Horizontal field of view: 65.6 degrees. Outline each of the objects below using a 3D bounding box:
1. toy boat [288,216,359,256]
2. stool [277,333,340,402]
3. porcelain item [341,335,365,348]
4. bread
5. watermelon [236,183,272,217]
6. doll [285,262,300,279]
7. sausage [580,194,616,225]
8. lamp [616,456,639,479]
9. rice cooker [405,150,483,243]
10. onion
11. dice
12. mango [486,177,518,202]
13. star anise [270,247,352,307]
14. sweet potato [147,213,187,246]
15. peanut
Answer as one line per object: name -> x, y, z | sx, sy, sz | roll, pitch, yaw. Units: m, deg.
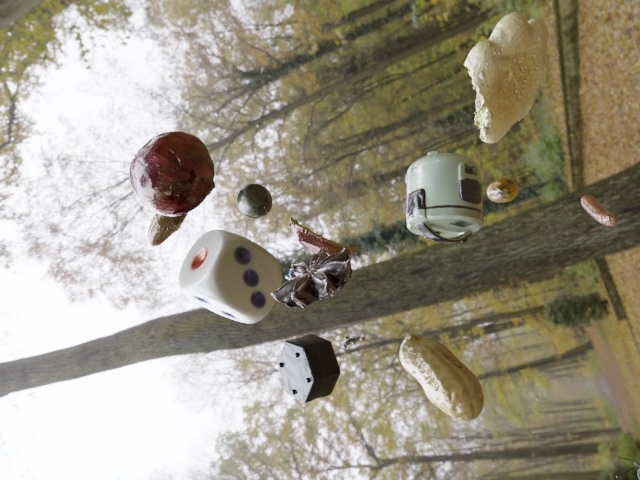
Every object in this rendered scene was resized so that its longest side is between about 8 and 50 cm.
toy boat -> -0.001, 0.006, 2.077 | 0.141, 0.318, 0.099 | 109, -174, -64
stool -> -0.047, 0.459, 1.795 | 0.141, 0.232, 0.232 | -5, -105, -38
porcelain item -> 0.144, 0.485, 2.414 | 0.136, 0.075, 0.021 | -15, -73, -32
bread -> 0.343, -0.291, 0.888 | 0.039, 0.182, 0.251 | 49, 180, 36
watermelon -> -0.192, -0.115, 1.507 | 0.133, 0.105, 0.105 | 36, -179, 37
doll -> -0.102, 0.161, 2.093 | 0.058, 0.098, 0.143 | 59, -155, -52
sausage -> 0.776, -0.083, 1.388 | 0.177, 0.040, 0.047 | -80, -19, -63
lamp -> 0.669, 0.480, 1.035 | 0.121, 0.054, 0.041 | 92, 169, -76
rice cooker -> 0.347, -0.113, 1.398 | 0.226, 0.226, 0.244 | 24, -113, -59
onion -> -0.459, -0.207, 1.575 | 0.276, 0.276, 0.276 | 46, -146, -44
dice -> -0.348, 0.140, 1.925 | 0.304, 0.304, 0.277 | 35, -115, -32
mango -> 0.547, -0.149, 1.498 | 0.079, 0.114, 0.057 | 36, -108, -3
star anise -> -0.011, 0.116, 1.367 | 0.223, 0.236, 0.109 | -45, -66, -32
sweet potato -> -0.565, -0.127, 1.959 | 0.109, 0.385, 0.109 | 38, -172, -6
peanut -> 0.421, 0.475, 1.759 | 0.387, 0.169, 0.192 | 47, 156, 47
